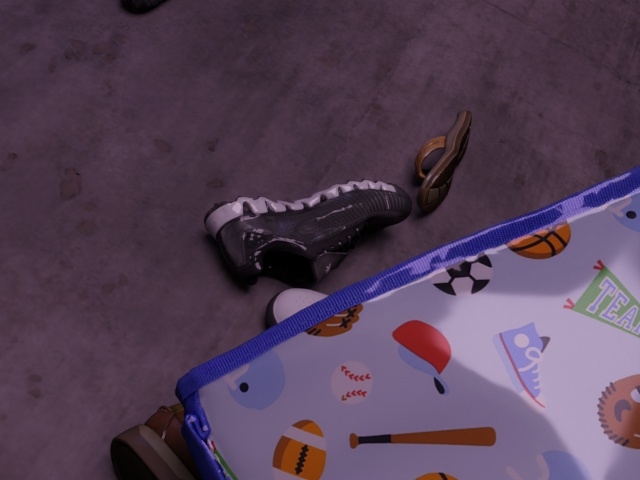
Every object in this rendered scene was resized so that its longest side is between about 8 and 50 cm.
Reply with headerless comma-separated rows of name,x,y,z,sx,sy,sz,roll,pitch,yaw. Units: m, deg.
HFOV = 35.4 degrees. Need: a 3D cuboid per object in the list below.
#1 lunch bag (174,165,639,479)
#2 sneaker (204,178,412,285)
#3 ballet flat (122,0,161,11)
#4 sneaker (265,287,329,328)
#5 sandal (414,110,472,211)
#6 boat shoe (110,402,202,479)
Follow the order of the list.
lunch bag,0.122,0.176,0.750,0.386,0.239,0.327,-22,72,-15
sneaker,0.000,0.000,1.070,0.234,0.078,0.106,-9,60,-23
ballet flat,-0.195,-0.348,1.283,0.057,0.049,0.173,31,48,2
sneaker,0.080,0.099,0.973,0.270,0.145,0.090,35,49,8
sandal,0.142,-0.099,1.213,0.049,0.072,0.180,17,45,12
boat shoe,-0.043,0.251,0.823,0.104,0.110,0.307,-28,68,-35
